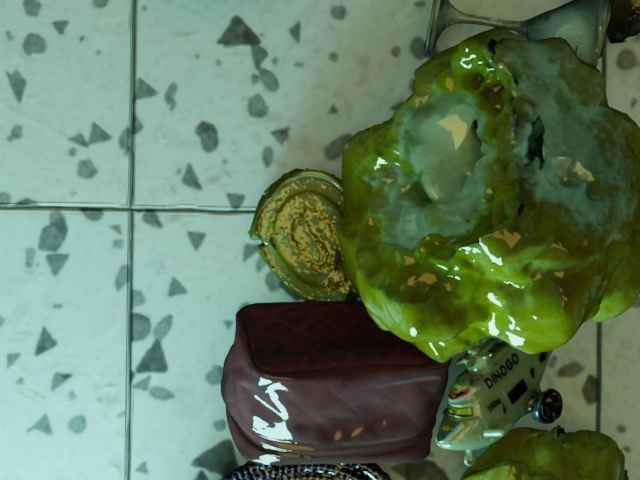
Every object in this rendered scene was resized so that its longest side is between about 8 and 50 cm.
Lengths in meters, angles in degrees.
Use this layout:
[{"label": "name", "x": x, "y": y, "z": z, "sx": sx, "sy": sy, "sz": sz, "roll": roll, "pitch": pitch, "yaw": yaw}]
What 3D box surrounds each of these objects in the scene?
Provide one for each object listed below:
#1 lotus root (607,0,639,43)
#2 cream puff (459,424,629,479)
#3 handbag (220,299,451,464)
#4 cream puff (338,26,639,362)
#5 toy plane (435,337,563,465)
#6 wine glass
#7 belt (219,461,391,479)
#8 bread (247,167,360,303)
[{"label": "lotus root", "x": 0.330, "y": -0.251, "z": 1.621, "sx": 0.054, "sy": 0.049, "sz": 0.099, "roll": 27, "pitch": 96, "yaw": -3}, {"label": "cream puff", "x": 0.220, "y": 0.299, "z": 1.565, "sx": 0.194, "sy": 0.195, "sz": 0.221, "roll": 0, "pitch": 86, "yaw": -1}, {"label": "handbag", "x": 0.014, "y": 0.142, "z": 1.547, "sx": 0.225, "sy": 0.146, "sz": 0.135, "roll": -2, "pitch": 123, "yaw": -15}, {"label": "cream puff", "x": 0.170, "y": -0.028, "z": 1.500, "sx": 0.274, "sy": 0.269, "sz": 0.323, "roll": 20, "pitch": 59, "yaw": -30}, {"label": "toy plane", "x": 0.214, "y": 0.114, "z": 1.572, "sx": 0.286, "sy": 0.092, "sz": 0.108, "roll": -38, "pitch": 117, "yaw": -25}, {"label": "wine glass", "x": 0.201, "y": -0.220, "z": 1.593, "sx": 0.182, "sy": 0.122, "sz": 0.122, "roll": 9, "pitch": 90, "yaw": 5}, {"label": "belt", "x": -0.038, "y": 0.360, "z": 1.584, "sx": 0.260, "sy": 0.122, "sz": 0.325, "roll": 39, "pitch": 87, "yaw": 6}, {"label": "bread", "x": 0.000, "y": 0.000, "z": 1.608, "sx": 0.117, "sy": 0.064, "sz": 0.156, "roll": -37, "pitch": 92, "yaw": 3}]
